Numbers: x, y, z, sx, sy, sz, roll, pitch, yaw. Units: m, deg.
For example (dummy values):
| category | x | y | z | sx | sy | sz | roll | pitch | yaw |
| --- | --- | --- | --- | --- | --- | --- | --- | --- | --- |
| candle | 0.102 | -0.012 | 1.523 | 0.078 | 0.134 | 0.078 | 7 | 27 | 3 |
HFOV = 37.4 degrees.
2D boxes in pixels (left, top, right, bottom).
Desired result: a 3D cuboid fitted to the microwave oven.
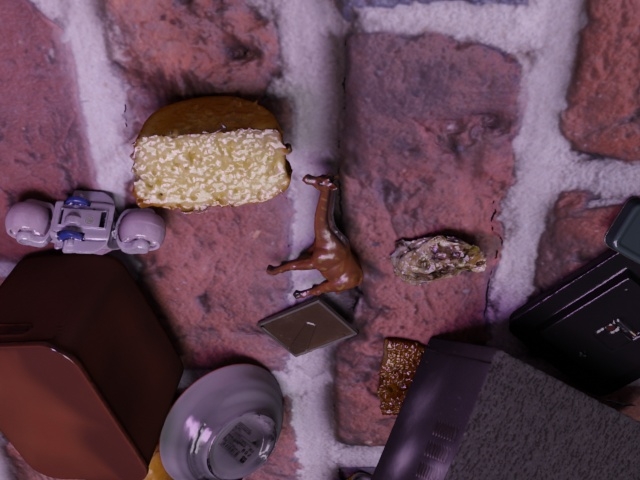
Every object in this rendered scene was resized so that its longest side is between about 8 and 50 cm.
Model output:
| category | x | y | z | sx | sy | sz | roll | pitch | yaw |
| --- | --- | --- | --- | --- | --- | --- | --- | --- | --- |
| microwave oven | 0.350 | 0.406 | 1.628 | 0.432 | 0.374 | 0.236 | 27 | 170 | -19 |

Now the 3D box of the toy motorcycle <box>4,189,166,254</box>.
| category | x | y | z | sx | sy | sz | roll | pitch | yaw |
| --- | --- | --- | --- | --- | --- | --- | --- | --- | --- |
| toy motorcycle | -0.372 | -0.018 | 1.510 | 0.254 | 0.112 | 0.112 | 5 | 131 | 0 |

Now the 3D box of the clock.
| category | x | y | z | sx | sy | sz | roll | pitch | yaw |
| --- | --- | --- | --- | --- | --- | --- | --- | --- | --- |
| clock | 0.504 | 0.146 | 1.620 | 0.279 | 0.049 | 0.273 | 36 | 124 | -24 |

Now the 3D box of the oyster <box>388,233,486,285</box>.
| category | x | y | z | sx | sy | sz | roll | pitch | yaw |
| --- | --- | --- | --- | --- | --- | --- | --- | --- | --- |
| oyster | 0.188 | 0.029 | 1.538 | 0.165 | 0.053 | 0.108 | -22 | 116 | 29 |

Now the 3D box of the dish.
| category | x | y | z | sx | sy | sz | roll | pitch | yaw |
| --- | --- | --- | --- | --- | --- | --- | --- | --- | --- |
| dish | -0.158 | 0.358 | 1.723 | 0.260 | 0.085 | 0.260 | -17 | 121 | -30 |

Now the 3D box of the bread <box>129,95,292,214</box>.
| category | x | y | z | sx | sy | sz | roll | pitch | yaw |
| --- | --- | --- | --- | --- | --- | --- | --- | --- | --- |
| bread | -0.156 | -0.133 | 1.359 | 0.229 | 0.139 | 0.143 | -3 | 132 | -3 |

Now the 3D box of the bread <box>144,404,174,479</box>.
| category | x | y | z | sx | sy | sz | roll | pitch | yaw |
| --- | --- | --- | --- | --- | --- | --- | --- | --- | --- |
| bread | -0.326 | 0.472 | 1.856 | 0.148 | 0.195 | 0.344 | 15 | 133 | 17 |

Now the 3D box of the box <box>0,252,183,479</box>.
| category | x | y | z | sx | sy | sz | roll | pitch | yaw |
| --- | --- | --- | --- | --- | --- | --- | --- | --- | --- |
| box | -0.405 | 0.209 | 1.584 | 0.239 | 0.229 | 0.339 | -3 | 132 | 23 |

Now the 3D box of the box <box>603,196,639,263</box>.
| category | x | y | z | sx | sy | sz | roll | pitch | yaw |
| --- | --- | --- | --- | --- | --- | --- | --- | --- | --- |
| box | 0.514 | -0.005 | 1.480 | 0.126 | 0.031 | 0.091 | 27 | 102 | -18 |

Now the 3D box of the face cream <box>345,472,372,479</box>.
| category | x | y | z | sx | sy | sz | roll | pitch | yaw |
| --- | --- | --- | --- | --- | --- | --- | --- | --- | --- |
| face cream | -0.005 | 0.619 | 2.017 | 0.105 | 0.105 | 0.348 | 31 | 126 | -21 |

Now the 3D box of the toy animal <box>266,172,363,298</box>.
| category | x | y | z | sx | sy | sz | roll | pitch | yaw |
| --- | --- | --- | --- | --- | --- | --- | --- | --- | --- |
| toy animal | 0.000 | 0.000 | 1.508 | 0.224 | 0.066 | 0.229 | 39 | 132 | -24 |

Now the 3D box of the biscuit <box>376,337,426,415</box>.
| category | x | y | z | sx | sy | sz | roll | pitch | yaw |
| --- | --- | --- | --- | --- | --- | --- | --- | --- | --- |
| biscuit | 0.167 | 0.257 | 1.749 | 0.126 | 0.025 | 0.206 | 1 | 131 | 2 |

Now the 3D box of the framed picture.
| category | x | y | z | sx | sy | sz | roll | pitch | yaw |
| --- | --- | --- | --- | --- | --- | --- | --- | --- | --- |
| framed picture | -0.024 | 0.155 | 1.666 | 0.149 | 0.011 | 0.109 | -24 | 126 | 34 |
